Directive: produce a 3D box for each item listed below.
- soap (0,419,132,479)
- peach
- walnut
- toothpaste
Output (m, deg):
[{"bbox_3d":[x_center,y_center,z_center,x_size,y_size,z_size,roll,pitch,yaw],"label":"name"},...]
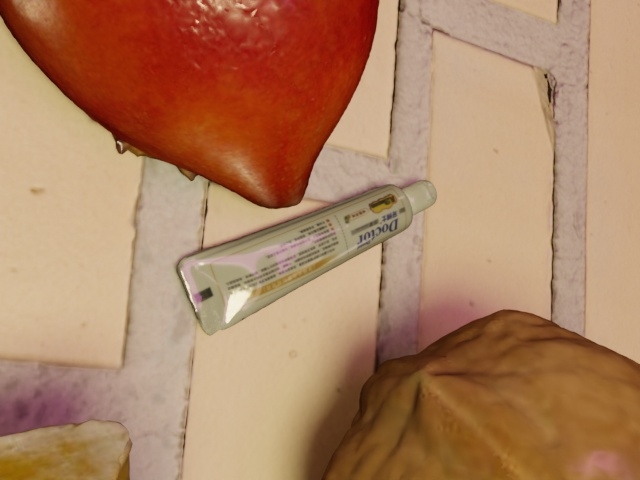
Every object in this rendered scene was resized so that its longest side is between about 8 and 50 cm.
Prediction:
[{"bbox_3d":[-0.209,0.279,0.351,0.293,0.156,0.335,-9,120,-27],"label":"soap"},{"bbox_3d":[-0.078,-0.189,0.538,0.258,0.201,0.361,-35,101,-29],"label":"peach"},{"bbox_3d":[0.150,0.215,0.562,0.306,0.306,0.344,-45,120,-27],"label":"walnut"},{"bbox_3d":[0.000,0.000,0.652,0.255,0.037,0.067,-25,102,-27],"label":"toothpaste"}]
